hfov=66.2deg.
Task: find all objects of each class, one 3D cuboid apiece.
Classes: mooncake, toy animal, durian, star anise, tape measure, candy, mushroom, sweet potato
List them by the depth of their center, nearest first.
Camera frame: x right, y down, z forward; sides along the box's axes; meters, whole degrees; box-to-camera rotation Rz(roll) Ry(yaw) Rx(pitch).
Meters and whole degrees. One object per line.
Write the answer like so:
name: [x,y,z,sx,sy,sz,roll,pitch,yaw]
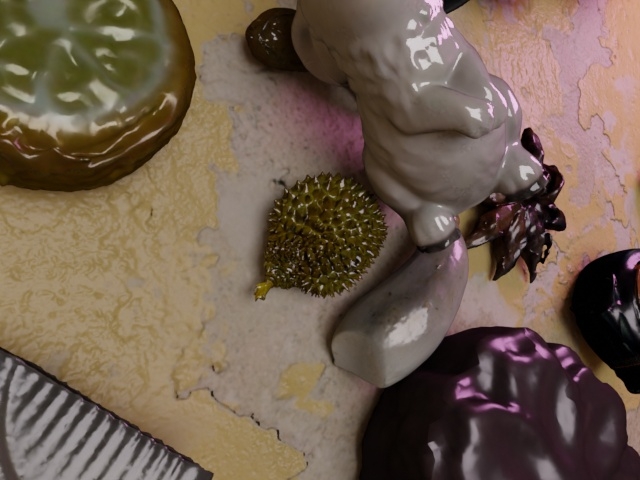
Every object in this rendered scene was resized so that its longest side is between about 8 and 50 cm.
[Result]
candy: [-0.244,-0.171,0.449,0.260,0.118,0.259,5,81,-31]
toy animal: [0.096,-0.178,0.552,0.194,0.258,0.357,-37,114,-3]
durian: [0.000,0.000,0.580,0.208,0.102,0.146,-37,109,-23]
mooncake: [0.230,0.294,0.626,0.381,0.212,0.350,-36,96,-29]
sweet potato: [0.010,-0.239,0.633,0.233,0.062,0.081,9,97,-32]
mushroom: [0.127,0.064,0.637,0.270,0.118,0.103,-50,147,-25]
star anise: [0.320,-0.056,0.763,0.272,0.102,0.271,1,87,-28]
tape measure: [0.542,0.122,0.855,0.223,0.135,0.202,-39,94,-29]

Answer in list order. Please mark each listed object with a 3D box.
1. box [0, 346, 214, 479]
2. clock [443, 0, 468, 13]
box: [-0.222,0.218,0.391,0.274,0.138,0.178,35,64,-9]
clock: [0.099,-0.344,0.599,0.226,0.226,0.049,3,78,-29]
